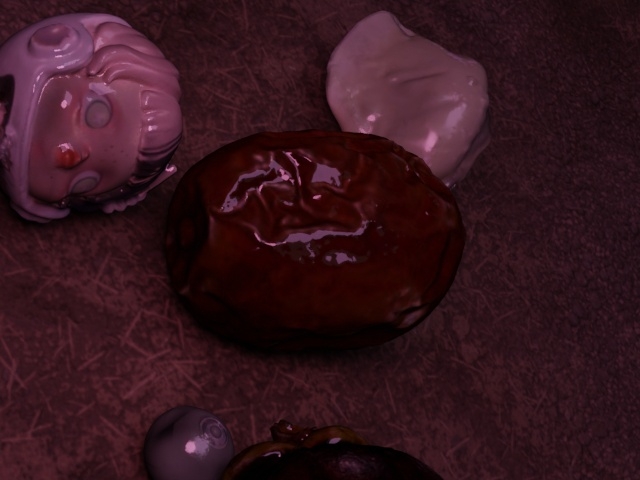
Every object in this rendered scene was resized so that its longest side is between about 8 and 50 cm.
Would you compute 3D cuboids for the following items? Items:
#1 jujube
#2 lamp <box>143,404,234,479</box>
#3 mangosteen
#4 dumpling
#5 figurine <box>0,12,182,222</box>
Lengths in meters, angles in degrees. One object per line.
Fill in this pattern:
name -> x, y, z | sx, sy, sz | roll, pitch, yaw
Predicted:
jujube -> 0.001, 0.001, 1.780 | 0.377, 0.276, 0.276 | 0, 65, -25
lamp -> -0.148, 0.239, 1.622 | 0.105, 0.105, 0.105 | 18, 56, -29
mangosteen -> 0.016, 0.342, 1.577 | 0.307, 0.307, 0.347 | 12, 28, -32
dumpling -> 0.120, -0.192, 2.015 | 0.243, 0.187, 0.318 | 37, 52, -20
figurine -> -0.326, -0.152, 1.619 | 0.361, 0.253, 0.211 | -5, 52, -31
